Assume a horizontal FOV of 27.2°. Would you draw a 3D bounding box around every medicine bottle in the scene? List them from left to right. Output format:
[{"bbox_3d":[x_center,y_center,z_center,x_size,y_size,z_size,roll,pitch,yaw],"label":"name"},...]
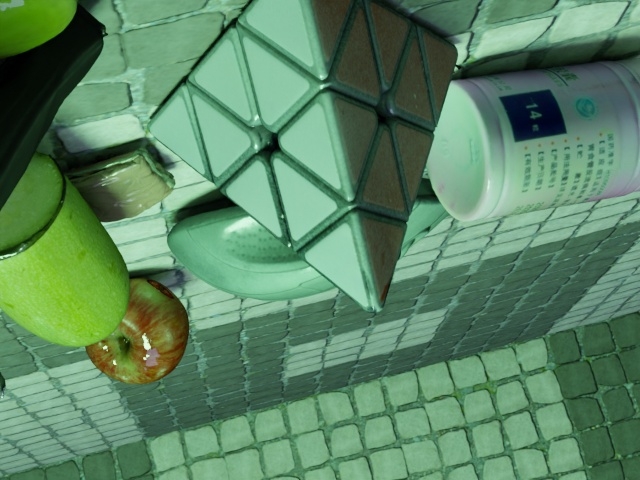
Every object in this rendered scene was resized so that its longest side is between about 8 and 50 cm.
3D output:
[{"bbox_3d":[0.255,-0.112,1.420,0.254,0.152,0.152,-10,164,-21],"label":"medicine bottle"}]

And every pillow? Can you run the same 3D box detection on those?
[{"bbox_3d":[-0.271,-0.040,1.370,0.232,0.043,0.126,-15,160,7],"label":"pillow"}]

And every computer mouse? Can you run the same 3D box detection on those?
[{"bbox_3d":[0.000,0.000,1.543,0.371,0.122,0.188,-14,177,21],"label":"computer mouse"}]

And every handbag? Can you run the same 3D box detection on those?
[{"bbox_3d":[-0.271,-0.056,1.010,0.080,0.247,0.223,33,144,-13],"label":"handbag"}]

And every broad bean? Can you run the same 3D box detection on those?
[{"bbox_3d":[-0.256,-0.159,0.898,0.174,0.082,0.124,-26,165,0],"label":"broad bean"}]

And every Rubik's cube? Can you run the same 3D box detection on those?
[{"bbox_3d":[0.001,-0.112,1.181,0.228,0.233,0.229,-57,-164,11],"label":"Rubik's cube"}]

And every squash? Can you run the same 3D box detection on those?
[{"bbox_3d":[-0.265,0.027,1.299,0.132,0.132,0.247,-17,144,6],"label":"squash"}]

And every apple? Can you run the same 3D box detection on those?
[{"bbox_3d":[-0.246,0.121,1.779,0.146,0.146,0.131,-22,-173,23],"label":"apple"}]

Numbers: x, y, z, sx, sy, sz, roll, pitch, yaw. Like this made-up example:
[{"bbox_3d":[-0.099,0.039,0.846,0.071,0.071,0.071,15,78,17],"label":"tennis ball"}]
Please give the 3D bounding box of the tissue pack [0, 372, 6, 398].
[{"bbox_3d":[-0.553,0.188,1.385,0.259,0.122,0.361,24,-156,31],"label":"tissue pack"}]
